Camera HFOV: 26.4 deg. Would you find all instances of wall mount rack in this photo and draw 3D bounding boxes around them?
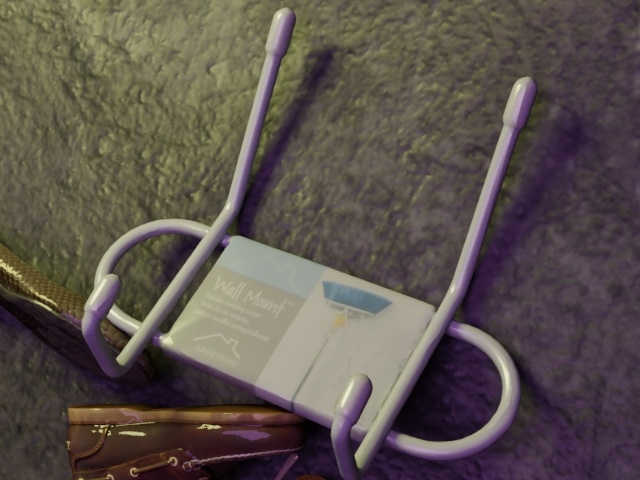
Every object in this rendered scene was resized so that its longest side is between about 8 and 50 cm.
[{"bbox_3d":[0.000,0.000,0.992,0.350,0.130,0.304,20,60,21],"label":"wall mount rack"}]

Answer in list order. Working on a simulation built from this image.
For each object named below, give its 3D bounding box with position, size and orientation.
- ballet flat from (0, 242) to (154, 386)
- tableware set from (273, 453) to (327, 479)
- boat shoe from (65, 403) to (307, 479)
[{"bbox_3d":[-0.227,0.042,1.105,0.249,0.084,0.058,26,58,25],"label":"ballet flat"},{"bbox_3d":[0.005,0.242,1.014,0.154,0.024,0.104,42,103,19],"label":"tableware set"},{"bbox_3d":[-0.102,0.160,1.039,0.207,0.073,0.073,-5,84,28],"label":"boat shoe"}]
